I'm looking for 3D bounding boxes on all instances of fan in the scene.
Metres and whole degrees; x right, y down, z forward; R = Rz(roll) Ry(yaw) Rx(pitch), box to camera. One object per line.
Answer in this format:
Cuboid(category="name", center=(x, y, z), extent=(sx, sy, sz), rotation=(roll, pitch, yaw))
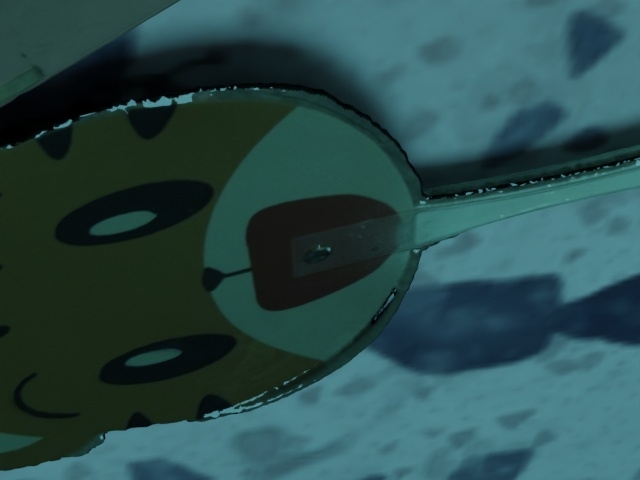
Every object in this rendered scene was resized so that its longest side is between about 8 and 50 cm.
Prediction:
Cuboid(category="fan", center=(0.000, 0.000, 0.444), extent=(0.226, 0.008, 0.152), rotation=(-14, 148, -6))

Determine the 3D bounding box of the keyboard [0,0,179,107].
Cuboid(category="keyboard", center=(-0.016, -0.076, 0.342), extent=(0.166, 0.017, 0.055), rotation=(-29, 147, 15))
